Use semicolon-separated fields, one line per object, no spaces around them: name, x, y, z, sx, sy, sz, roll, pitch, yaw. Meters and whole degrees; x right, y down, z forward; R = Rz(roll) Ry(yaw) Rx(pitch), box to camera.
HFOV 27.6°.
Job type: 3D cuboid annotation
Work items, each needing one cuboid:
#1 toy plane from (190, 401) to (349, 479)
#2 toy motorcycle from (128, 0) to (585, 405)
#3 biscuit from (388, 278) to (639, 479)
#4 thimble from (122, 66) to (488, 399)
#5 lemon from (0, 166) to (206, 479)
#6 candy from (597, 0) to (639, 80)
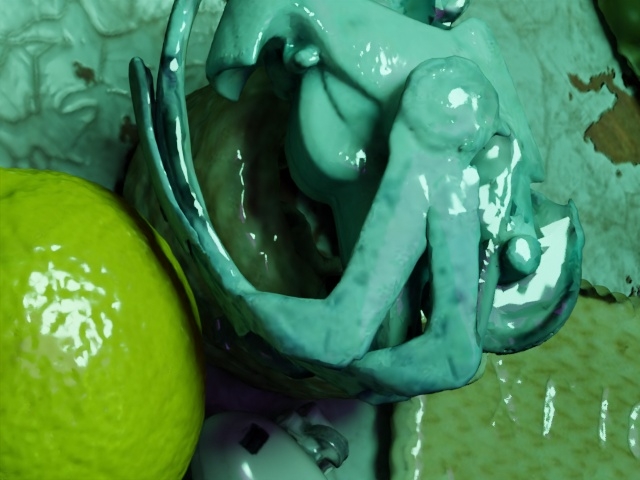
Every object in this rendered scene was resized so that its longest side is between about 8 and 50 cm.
toy plane;-0.024;0.180;0.810;0.174;0.080;0.174;23;58;-41
toy motorcycle;0.017;-0.046;0.664;0.206;0.154;0.260;-17;83;-13
biscuit;0.184;0.130;0.973;0.324;0.044;0.217;16;75;-31
thimble;-0.001;-0.007;0.811;0.229;0.148;0.196;33;64;-27
lemon;-0.152;0.065;0.678;0.186;0.186;0.244;-25;105;-33
candy;0.327;-0.201;0.986;0.118;0.260;0.260;-31;101;-28
